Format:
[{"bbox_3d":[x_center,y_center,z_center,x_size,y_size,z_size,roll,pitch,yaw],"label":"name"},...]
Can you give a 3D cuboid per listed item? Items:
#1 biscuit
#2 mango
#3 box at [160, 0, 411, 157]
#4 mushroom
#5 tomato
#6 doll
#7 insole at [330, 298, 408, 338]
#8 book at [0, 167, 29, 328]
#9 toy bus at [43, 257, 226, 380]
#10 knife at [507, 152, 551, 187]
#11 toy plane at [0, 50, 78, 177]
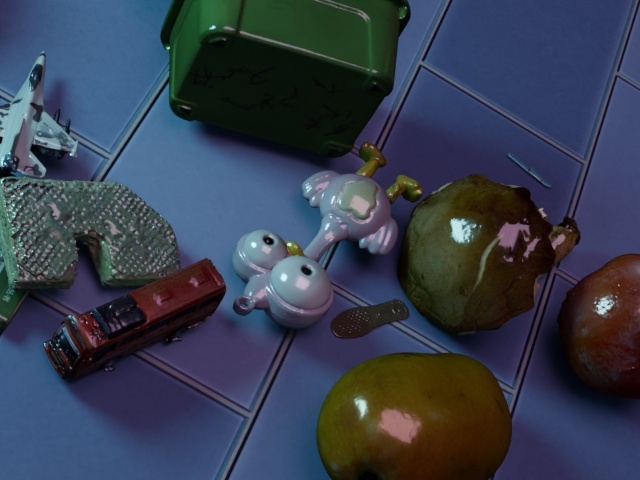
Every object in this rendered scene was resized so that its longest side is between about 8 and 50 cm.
[{"bbox_3d":[-0.297,-0.006,1.634,0.250,0.046,0.147,2,65,-39],"label":"biscuit"},{"bbox_3d":[0.133,0.241,1.644,0.317,0.173,0.211,-15,60,-46],"label":"mango"},{"bbox_3d":[-0.053,-0.263,1.814,0.328,0.253,0.178,12,53,-17],"label":"box"},{"bbox_3d":[0.276,0.041,1.857,0.301,0.233,0.208,22,7,-27],"label":"mushroom"},{"bbox_3d":[0.455,0.131,1.845,0.208,0.208,0.184,-15,51,-33],"label":"tomato"},{"bbox_3d":[0.000,0.001,1.778,0.160,0.094,0.365,42,50,7],"label":"doll"},{"bbox_3d":[0.071,0.110,1.799,0.135,0.002,0.045,-13,67,-33],"label":"insole"},{"bbox_3d":[-0.466,-0.028,1.605,0.264,0.027,0.202,29,50,-6],"label":"book"},{"bbox_3d":[-0.230,0.098,1.599,0.235,0.096,0.073,-24,70,-37],"label":"toy bus"},{"bbox_3d":[0.344,-0.115,2.080,0.091,0.005,0.014,40,52,1],"label":"knife"},{"bbox_3d":[-0.398,-0.162,1.703,0.160,0.082,0.234,13,39,-9],"label":"toy plane"}]
